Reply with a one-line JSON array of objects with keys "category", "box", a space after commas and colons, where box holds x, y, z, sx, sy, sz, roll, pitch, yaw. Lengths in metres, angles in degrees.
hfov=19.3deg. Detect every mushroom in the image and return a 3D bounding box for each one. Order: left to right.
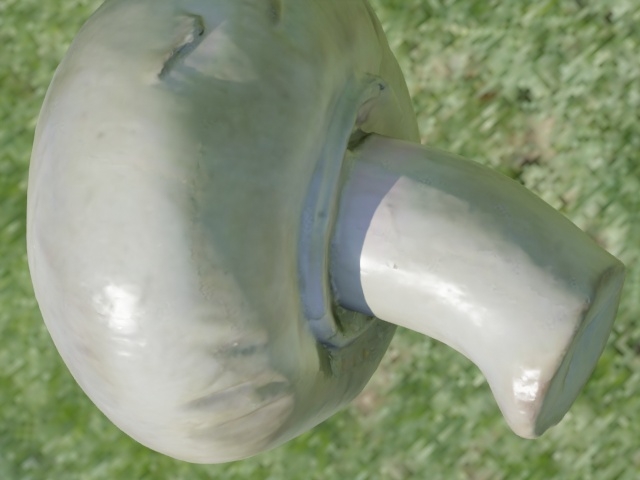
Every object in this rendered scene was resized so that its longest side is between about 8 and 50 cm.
[{"category": "mushroom", "box": [-0.028, 0.004, 1.139, 0.356, 0.315, 0.315, 52, 152, -5]}]
